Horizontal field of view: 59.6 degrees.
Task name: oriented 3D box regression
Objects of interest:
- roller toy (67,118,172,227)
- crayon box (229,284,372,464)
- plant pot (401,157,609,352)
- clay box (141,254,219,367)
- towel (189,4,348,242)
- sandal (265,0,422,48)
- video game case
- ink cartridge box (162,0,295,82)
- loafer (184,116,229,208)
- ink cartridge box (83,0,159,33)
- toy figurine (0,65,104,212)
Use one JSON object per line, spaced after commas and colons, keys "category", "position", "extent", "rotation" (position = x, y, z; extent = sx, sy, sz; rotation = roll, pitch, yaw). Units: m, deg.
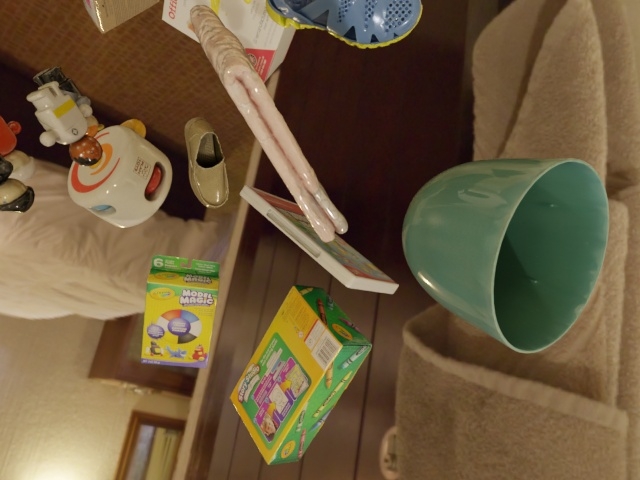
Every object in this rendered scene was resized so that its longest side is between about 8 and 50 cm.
{"category": "roller toy", "position": [-0.426, -0.139, 1.183], "extent": [0.209, 0.191, 0.146], "rotation": [-40, 143, 7]}
{"category": "crayon box", "position": [-0.044, 0.241, 1.010], "extent": [0.081, 0.279, 0.165], "rotation": [12, -155, -43]}
{"category": "plant pot", "position": [0.275, 0.002, 0.906], "extent": [0.293, 0.293, 0.235], "rotation": [28, 175, -39]}
{"category": "clay box", "position": [-0.261, 0.136, 1.042], "extent": [0.127, 0.053, 0.222], "rotation": [7, 120, -11]}
{"category": "towel", "position": [-0.086, -0.189, 0.868], "extent": [0.053, 0.332, 0.317], "rotation": [-32, 128, 0]}
{"category": "sandal", "position": [0.031, -0.446, 1.045], "extent": [0.317, 0.126, 0.138], "rotation": [10, -178, 12]}
{"category": "video game case", "position": [0.000, 0.000, 1.040], "extent": [0.285, 0.025, 0.204], "rotation": [40, -169, 27]}
{"category": "ink cartridge box", "position": [-0.266, -0.708, 1.687], "extent": [0.384, 0.160, 0.279], "rotation": [32, 144, -2]}
{"category": "loafer", "position": [-0.173, -0.111, 0.851], "extent": [0.050, 0.056, 0.148], "rotation": [41, 147, 52]}
{"category": "ink cartridge box", "position": [-0.524, -0.666, 1.464], "extent": [0.088, 0.193, 0.234], "rotation": [56, 165, -8]}
{"category": "toy figurine", "position": [-0.460, -0.163, 0.902], "extent": [0.213, 0.209, 0.148], "rotation": [46, 164, 55]}
